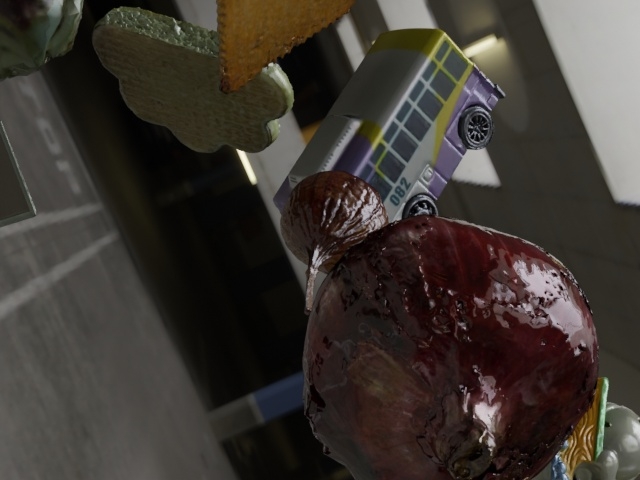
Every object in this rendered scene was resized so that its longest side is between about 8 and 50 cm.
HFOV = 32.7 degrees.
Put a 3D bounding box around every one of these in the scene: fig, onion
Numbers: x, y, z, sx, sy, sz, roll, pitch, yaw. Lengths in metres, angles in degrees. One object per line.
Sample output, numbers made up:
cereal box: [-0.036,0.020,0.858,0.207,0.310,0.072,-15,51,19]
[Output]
fig: [0.000,0.000,1.390,0.201,0.146,0.134,-49,152,-53]
onion: [0.100,0.105,0.868,0.219,0.252,0.252,-85,155,-64]

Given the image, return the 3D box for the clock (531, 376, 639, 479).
clock: [0.285,0.260,1.161,0.103,0.144,0.231,173,-74,-70]

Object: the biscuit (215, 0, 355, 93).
biscuit: [-0.030,-0.292,1.214,0.013,0.232,0.237,40,-27,22]

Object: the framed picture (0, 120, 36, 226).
framed picture: [-0.481,-0.086,1.562,0.011,0.183,0.142,-28,102,-48]

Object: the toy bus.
toy bus: [0.116,-0.162,2.019,0.249,0.440,0.209,40,-15,-32]

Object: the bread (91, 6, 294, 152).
bread: [-0.164,-0.201,1.439,0.286,0.056,0.207,22,-33,13]

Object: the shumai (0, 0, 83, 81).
shumai: [-0.475,-0.353,1.540,0.348,0.395,0.395,32,-26,43]
